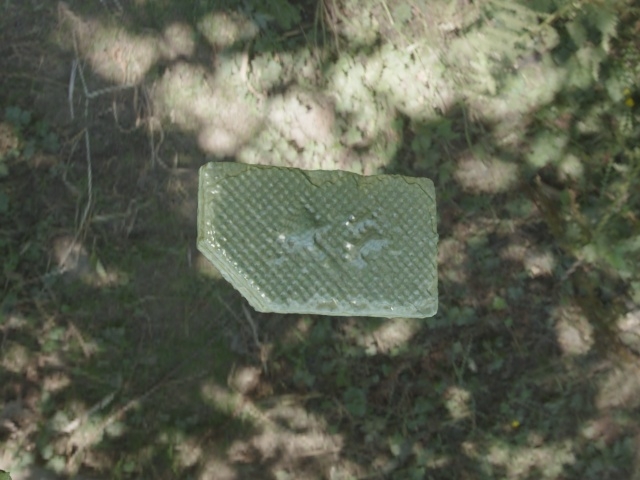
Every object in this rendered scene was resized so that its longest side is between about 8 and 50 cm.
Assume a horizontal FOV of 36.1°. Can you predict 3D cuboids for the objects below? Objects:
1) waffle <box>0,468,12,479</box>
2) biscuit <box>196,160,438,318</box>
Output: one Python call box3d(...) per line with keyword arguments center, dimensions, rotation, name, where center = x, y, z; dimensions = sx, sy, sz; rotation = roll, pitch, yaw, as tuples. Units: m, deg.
box3d(center=(-0.380, 0.275, 0.848), dimensions=(0.223, 0.054, 0.204), rotation=(8, 120, -18), name="waffle")
box3d(center=(0.000, 0.000, 0.991), dimensions=(0.252, 0.052, 0.150), rotation=(5, 81, -18), name="biscuit")
